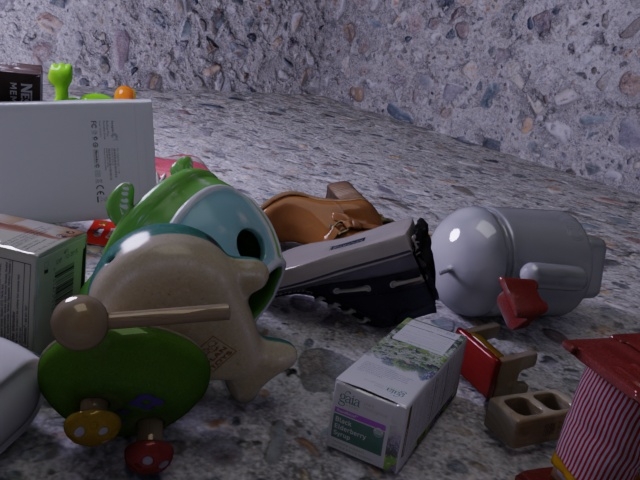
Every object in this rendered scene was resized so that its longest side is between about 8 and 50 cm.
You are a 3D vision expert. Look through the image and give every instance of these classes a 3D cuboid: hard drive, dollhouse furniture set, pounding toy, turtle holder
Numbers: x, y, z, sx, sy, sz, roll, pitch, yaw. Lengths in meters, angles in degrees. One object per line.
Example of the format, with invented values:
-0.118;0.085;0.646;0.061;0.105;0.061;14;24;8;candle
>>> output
-0.497;-0.148;1.316;0.353;0.232;0.047;-5;21;-18;hard drive
0.280;0.170;0.863;0.152;0.201;0.374;-1;22;-26;dollhouse furniture set
-0.199;0.164;0.710;0.183;0.236;0.110;8;47;-19;pounding toy
-0.192;0.035;0.989;0.227;0.243;0.320;31;17;13;turtle holder

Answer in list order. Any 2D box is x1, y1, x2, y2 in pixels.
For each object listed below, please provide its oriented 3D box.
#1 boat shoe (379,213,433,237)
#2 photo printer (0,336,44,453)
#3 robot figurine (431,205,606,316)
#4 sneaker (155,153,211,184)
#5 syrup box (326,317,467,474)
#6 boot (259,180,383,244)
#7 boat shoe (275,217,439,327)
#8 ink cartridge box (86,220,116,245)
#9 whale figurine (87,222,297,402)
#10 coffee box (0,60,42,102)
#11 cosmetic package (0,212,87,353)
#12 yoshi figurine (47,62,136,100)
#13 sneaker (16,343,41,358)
0.160;-0.012;1.491;0.105;0.089;0.285;-9;25;-39;boat shoe
-0.445;0.173;0.679;0.256;0.107;0.307;12;20;9;photo printer
0.344;0.039;1.260;0.354;0.199;0.300;2;6;-20;robot figurine
-0.381;-0.147;1.603;0.314;0.115;0.136;-6;26;-37;sneaker
0.105;0.189;0.889;0.093;0.096;0.237;16;21;25;syrup box
0.000;0.000;1.405;0.284;0.109;0.220;-16;51;-22;boot
0.035;0.083;1.156;0.341;0.158;0.127;-15;16;22;boat shoe
-0.370;-0.028;1.378;0.179;0.045;0.145;8;19;-9;ink cartridge box
-0.151;0.089;0.837;0.272;0.216;0.141;42;9;-34;whale figurine
-0.632;-0.194;1.348;0.168;0.297;0.119;2;21;-21;coffee box
-0.495;0.041;0.969;0.296;0.153;0.129;13;18;8;cosmetic package
-0.624;-0.301;1.599;0.362;0.203;0.203;-6;8;-30;yoshi figurine
-0.398;0.153;0.860;0.135;0.052;0.058;16;9;-2;sneaker
